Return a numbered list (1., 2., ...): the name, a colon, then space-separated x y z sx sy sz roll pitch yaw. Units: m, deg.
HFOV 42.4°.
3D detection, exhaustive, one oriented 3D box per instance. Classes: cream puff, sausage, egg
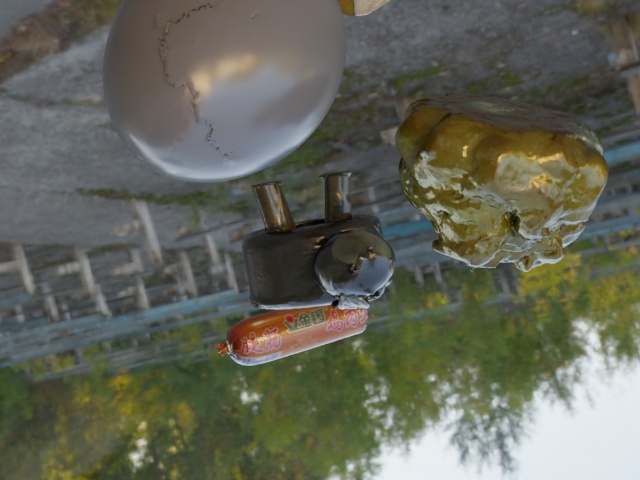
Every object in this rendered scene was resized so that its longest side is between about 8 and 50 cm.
1. cream puff: 0.115 -0.034 0.553 0.146 0.116 0.146 6 -157 -2
2. sausage: -0.043 0.130 1.194 0.234 0.071 0.071 -14 179 -32
3. egg: -0.059 -0.117 0.531 0.146 0.146 0.199 -14 -147 28

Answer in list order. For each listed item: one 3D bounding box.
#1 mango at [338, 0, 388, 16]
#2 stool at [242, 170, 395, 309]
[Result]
1. mango: 0.007 -0.373 0.858 0.138 0.257 0.187 -30 170 -26
2. stool: 0.008 -0.002 0.871 0.153 0.139 0.228 -14 -174 -42
